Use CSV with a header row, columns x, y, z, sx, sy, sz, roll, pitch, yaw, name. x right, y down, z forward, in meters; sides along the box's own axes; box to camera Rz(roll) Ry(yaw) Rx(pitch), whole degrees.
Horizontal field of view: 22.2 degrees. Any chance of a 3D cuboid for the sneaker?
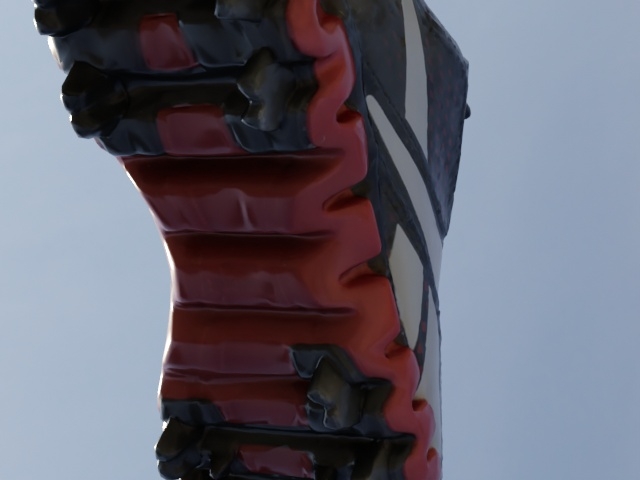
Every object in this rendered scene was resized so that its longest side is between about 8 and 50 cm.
x,y,z,sx,sy,sz,roll,pitch,yaw,name
0.000,0.000,0.526,0.098,0.276,0.135,3,-150,29,sneaker
